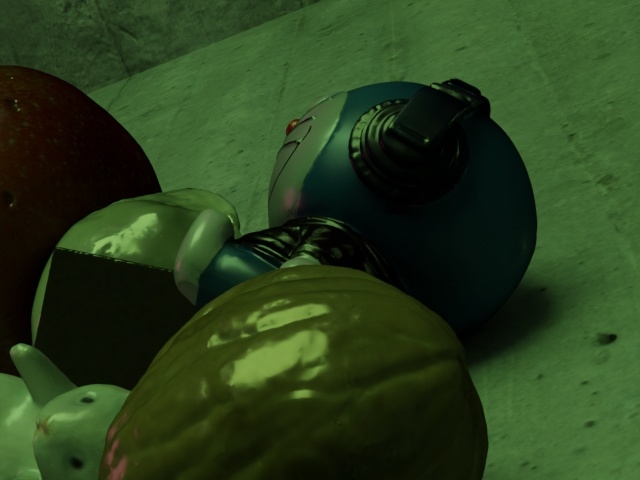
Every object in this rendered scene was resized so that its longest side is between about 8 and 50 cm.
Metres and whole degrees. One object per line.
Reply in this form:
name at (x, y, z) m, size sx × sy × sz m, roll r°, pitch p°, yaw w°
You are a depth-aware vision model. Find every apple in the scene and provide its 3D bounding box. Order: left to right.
apple at (-0.323, -0.006, 1.648) m, size 0.348 × 0.348 × 0.277 m, roll -33°, pitch 38°, yaw -29°

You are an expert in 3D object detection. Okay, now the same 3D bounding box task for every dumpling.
dumpling at (-0.154, 0.077, 1.476) m, size 0.227 × 0.243 × 0.175 m, roll 9°, pitch 10°, yaw 36°

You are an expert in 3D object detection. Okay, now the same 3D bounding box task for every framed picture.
framed picture at (-0.163, 0.084, 1.397) m, size 0.168 × 0.128 × 0.023 m, roll 11°, pitch 0°, yaw 7°

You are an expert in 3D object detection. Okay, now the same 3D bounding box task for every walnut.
walnut at (-0.020, 0.134, 1.028) m, size 0.261 × 0.225 × 0.225 m, roll -32°, pitch 14°, yaw 15°

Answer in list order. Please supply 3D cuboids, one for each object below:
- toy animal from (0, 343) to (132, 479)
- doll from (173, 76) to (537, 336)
toy animal at (-0.206, 0.161, 1.298) m, size 0.138 × 0.140 × 0.282 m, roll 21°, pitch -24°, yaw -41°
doll at (0.043, 0.002, 1.326) m, size 0.240 × 0.284 × 0.310 m, roll 29°, pitch 56°, yaw 12°
